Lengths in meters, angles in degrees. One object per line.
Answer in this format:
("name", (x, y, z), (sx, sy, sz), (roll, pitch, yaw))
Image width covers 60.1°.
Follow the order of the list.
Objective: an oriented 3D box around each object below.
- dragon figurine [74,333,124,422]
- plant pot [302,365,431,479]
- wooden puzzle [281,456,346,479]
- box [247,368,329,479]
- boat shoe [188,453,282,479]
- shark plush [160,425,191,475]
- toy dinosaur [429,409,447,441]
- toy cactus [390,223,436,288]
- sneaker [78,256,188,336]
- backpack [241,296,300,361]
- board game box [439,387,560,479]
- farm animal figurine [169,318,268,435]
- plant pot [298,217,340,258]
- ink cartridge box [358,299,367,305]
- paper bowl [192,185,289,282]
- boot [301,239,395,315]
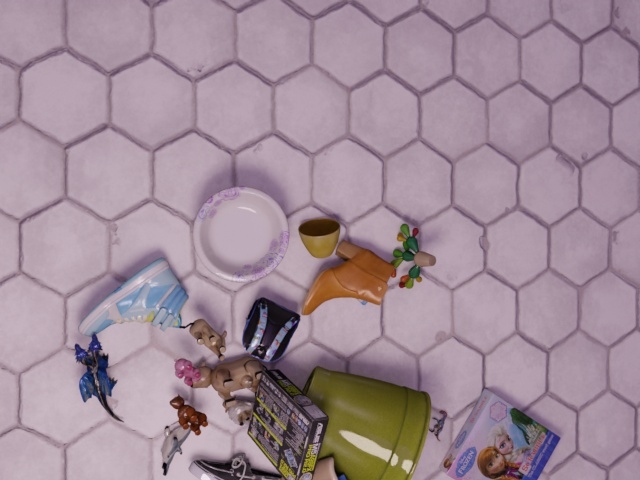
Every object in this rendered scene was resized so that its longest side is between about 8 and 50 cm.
("dragon figurine", (-0.644, 0.412, 1.599), (0.085, 0.144, 0.290), (-11, 93, -11))
("plant pot", (0.095, 0.561, 1.682), (0.352, 0.366, 0.367), (24, 85, 1))
("wooden puzzle", (0.034, 0.810, 1.585), (0.080, 0.322, 0.348), (-10, 69, -36))
("box", (-0.099, 0.521, 1.556), (0.060, 0.270, 0.217), (4, 105, -38))
("boat shoe", (-0.251, 0.718, 1.705), (0.306, 0.113, 0.105), (27, 78, -14))
("shark plush", (-0.445, 0.646, 1.693), (0.067, 0.073, 0.162), (18, 81, -42))
("toy dinosaur", (0.407, 0.625, 1.892), (0.082, 0.047, 0.090), (-43, 132, -17))
("toy cactus", (0.306, 0.058, 1.791), (0.112, 0.180, 0.219), (1, 95, -32))
("sneaker", (-0.531, 0.222, 1.633), (0.319, 0.127, 0.208), (-39, 97, -8))
("backpack", (-0.163, 0.280, 1.702), (0.158, 0.117, 0.174), (27, 74, -13))
("board game box", (0.622, 0.733, 1.914), (0.317, 0.066, 0.319), (33, 84, -10))
("farm animal figurine", (-0.305, 0.395, 1.662), (0.326, 0.172, 0.331), (10, 102, -30))
("plant pot", (0.000, 0.000, 1.753), (0.134, 0.134, 0.095), (-11, 117, -12))
("ink cartridge box", (0.128, 0.168, 1.822), (0.083, 0.028, 0.048), (43, 81, -9))
("paper bowl", (-0.243, -0.018, 1.680), (0.283, 0.148, 0.285), (0, 91, -12))
("boot", (0.093, 0.156, 1.751), (0.211, 0.104, 0.295), (31, 76, 10))
